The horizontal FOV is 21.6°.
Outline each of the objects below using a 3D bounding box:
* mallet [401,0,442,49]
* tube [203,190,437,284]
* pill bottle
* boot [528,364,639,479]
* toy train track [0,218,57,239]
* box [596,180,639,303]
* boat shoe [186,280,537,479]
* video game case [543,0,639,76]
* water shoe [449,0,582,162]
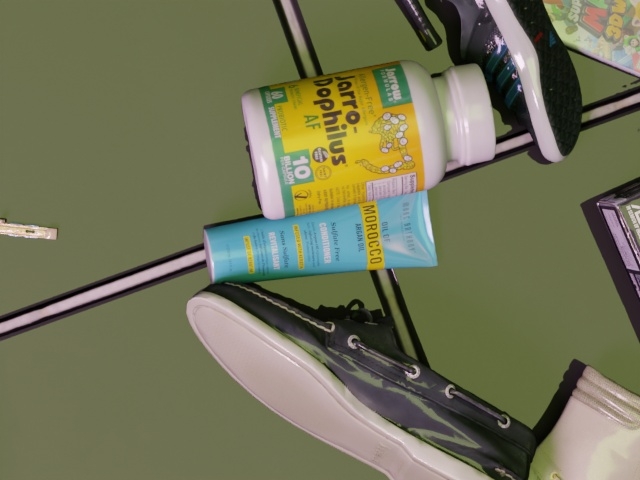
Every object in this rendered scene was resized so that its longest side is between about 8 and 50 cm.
[{"bbox_3d":[0.055,-0.258,1.507,0.039,0.062,0.189,-31,108,-1],"label":"mallet"},{"bbox_3d":[0.000,0.000,1.505,0.207,0.052,0.080,-10,103,-9],"label":"tube"},{"bbox_3d":[0.042,-0.093,1.466,0.208,0.117,0.117,-11,92,-3],"label":"pill bottle"},{"bbox_3d":[0.286,0.230,1.511,0.213,0.077,0.165,35,88,1],"label":"boot"},{"bbox_3d":[-0.278,-0.010,1.501,0.083,0.014,0.048,6,92,-4],"label":"toy train track"},{"bbox_3d":[0.423,0.055,1.514,0.242,0.076,0.307,-24,93,-3],"label":"box"},{"bbox_3d":[0.045,0.121,1.479,0.340,0.127,0.113,31,62,6],"label":"boat shoe"},{"bbox_3d":[0.255,-0.228,1.526,0.166,0.015,0.119,22,91,-4],"label":"video game case"},{"bbox_3d":[0.172,-0.164,1.504,0.073,0.080,0.203,-41,116,-43],"label":"water shoe"}]
